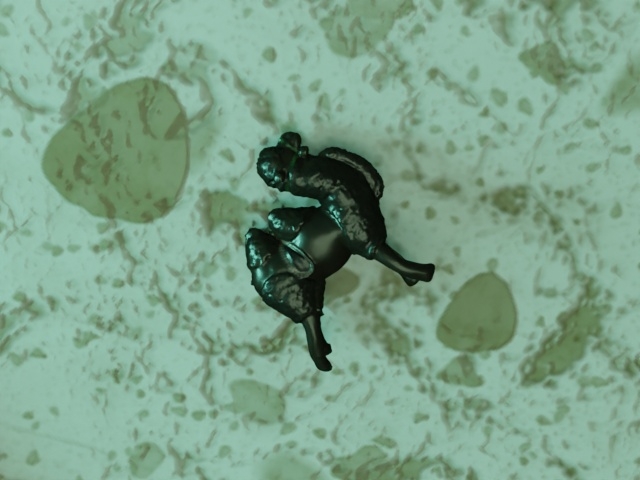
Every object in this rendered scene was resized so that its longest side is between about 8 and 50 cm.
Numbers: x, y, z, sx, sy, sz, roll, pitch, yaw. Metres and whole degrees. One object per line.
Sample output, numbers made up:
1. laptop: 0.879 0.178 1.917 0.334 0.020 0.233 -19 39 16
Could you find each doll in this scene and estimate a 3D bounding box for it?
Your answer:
1. doll: 0.000 0.000 1.427 0.139 0.057 0.165 -38 101 15
